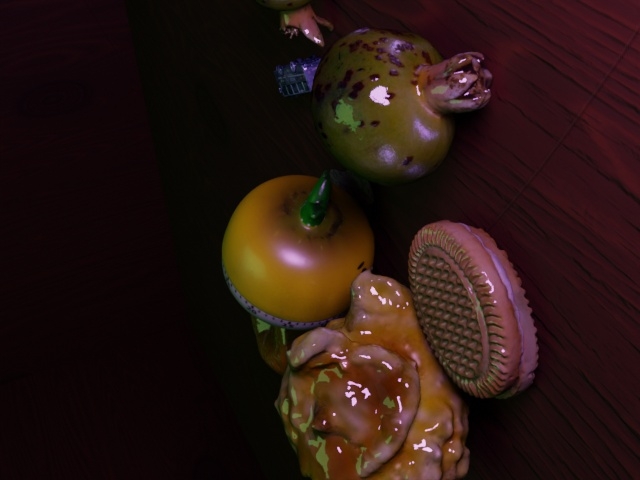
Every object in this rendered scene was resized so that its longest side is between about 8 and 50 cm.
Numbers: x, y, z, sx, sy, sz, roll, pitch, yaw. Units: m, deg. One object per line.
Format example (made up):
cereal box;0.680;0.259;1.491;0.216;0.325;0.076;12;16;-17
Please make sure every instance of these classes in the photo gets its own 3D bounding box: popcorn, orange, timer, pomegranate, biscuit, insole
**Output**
popcorn;0.077;0.241;1.380;0.336;0.274;0.279;64;149;17
orange;-0.040;0.150;1.851;0.249;0.183;0.249;39;135;54
timer;-0.027;-0.008;1.535;0.285;0.285;0.285;162;90;-73
pomegranate;-0.039;-0.401;1.404;0.220;0.156;0.156;45;-178;-38
biscuit;0.198;0.093;1.213;0.259;0.079;0.259;162;90;-72
pomegranate;0.099;-0.172;1.124;0.247;0.202;0.202;-14;94;43
insole;0.054;-0.095;1.606;0.193;0.006;0.065;-158;52;-69

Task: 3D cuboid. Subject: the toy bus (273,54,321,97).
toy bus;-0.035;-0.289;1.624;0.166;0.047;0.065;15;125;70
